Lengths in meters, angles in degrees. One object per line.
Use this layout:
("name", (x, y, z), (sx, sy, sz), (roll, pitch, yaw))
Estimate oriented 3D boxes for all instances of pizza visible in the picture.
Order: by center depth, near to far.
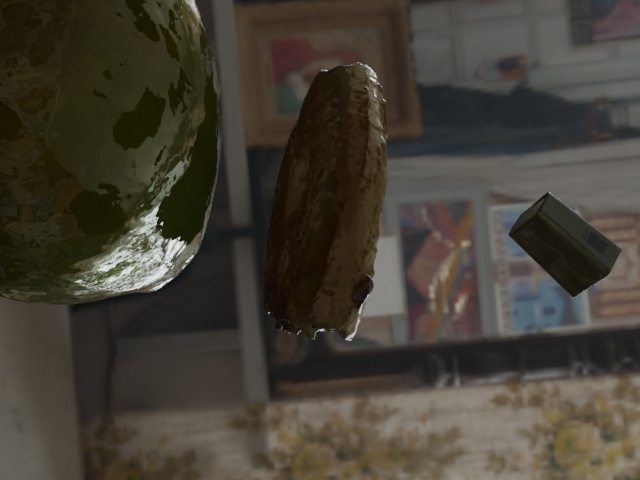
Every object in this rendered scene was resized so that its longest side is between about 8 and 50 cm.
("pizza", (0.000, 0.000, 0.828), (0.161, 0.062, 0.182), (124, -27, -46))

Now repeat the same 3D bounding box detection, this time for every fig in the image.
("fig", (-0.152, -0.067, 0.703), (0.230, 0.207, 0.207), (80, 5, -68))

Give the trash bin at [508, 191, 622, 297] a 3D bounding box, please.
("trash bin", (0.235, 0.004, 1.277), (0.043, 0.092, 0.061), (-55, -174, -37))
